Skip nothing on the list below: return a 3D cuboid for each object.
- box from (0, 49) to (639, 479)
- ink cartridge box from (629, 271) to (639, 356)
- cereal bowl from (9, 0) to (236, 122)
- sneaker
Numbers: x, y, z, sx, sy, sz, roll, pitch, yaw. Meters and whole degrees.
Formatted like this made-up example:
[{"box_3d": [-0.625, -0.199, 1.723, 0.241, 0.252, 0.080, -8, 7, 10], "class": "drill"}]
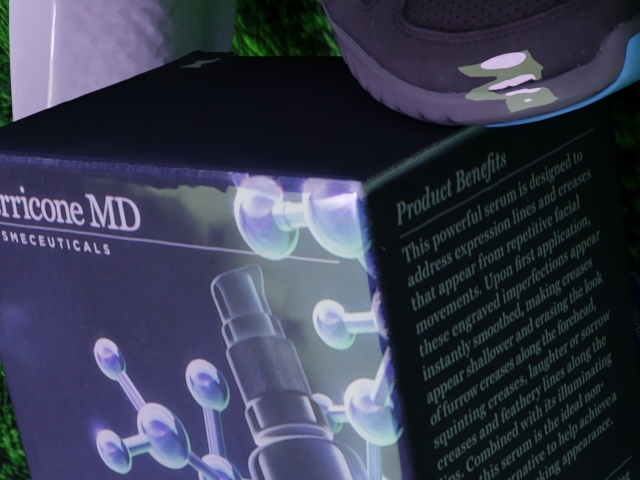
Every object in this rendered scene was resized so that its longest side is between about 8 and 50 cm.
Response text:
[{"box_3d": [0.005, 0.109, 0.881, 0.294, 0.212, 0.395, 6, 114, 40], "class": "box"}, {"box_3d": [0.094, 0.134, 1.022, 0.333, 0.065, 0.165, -20, 104, 44], "class": "ink cartridge box"}, {"box_3d": [-0.147, -0.189, 1.160, 0.339, 0.141, 0.338, 180, 90, -73], "class": "cereal bowl"}, {"box_3d": [0.038, -0.162, 0.760, 0.341, 0.125, 0.139, 37, 150, 49], "class": "sneaker"}]
